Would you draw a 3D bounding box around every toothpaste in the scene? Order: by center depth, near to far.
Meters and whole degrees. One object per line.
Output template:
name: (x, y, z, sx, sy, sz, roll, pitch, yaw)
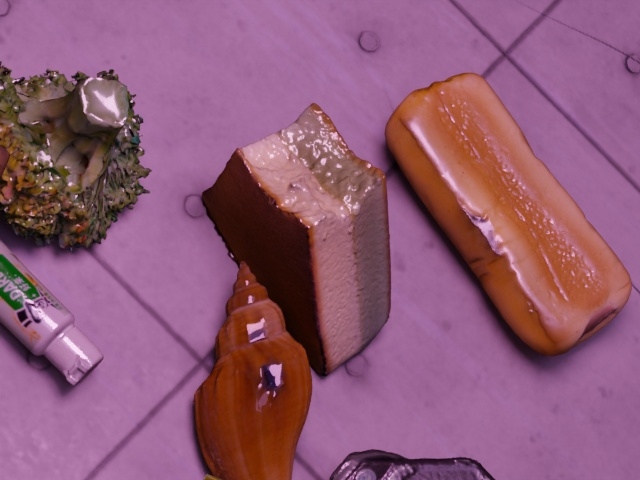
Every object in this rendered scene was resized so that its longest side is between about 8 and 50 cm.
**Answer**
toothpaste: (-0.323, 0.010, 1.756, 0.314, 0.056, 0.058, 44, 24, 2)

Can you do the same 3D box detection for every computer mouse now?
computer mouse: (0.097, 0.258, 1.818, 0.192, 0.062, 0.106, 11, 69, -10)

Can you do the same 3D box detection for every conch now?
conch: (-0.055, 0.180, 1.769, 0.109, 0.093, 0.330, -1, 73, -22)

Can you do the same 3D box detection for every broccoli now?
broccoli: (-0.234, -0.104, 1.744, 0.219, 0.194, 0.194, 28, 64, -19)

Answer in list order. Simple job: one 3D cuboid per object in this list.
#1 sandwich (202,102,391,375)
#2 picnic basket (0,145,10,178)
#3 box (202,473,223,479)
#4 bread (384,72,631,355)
sandwich: (0.000, 0.000, 1.802, 0.108, 0.186, 0.220, -31, 85, -24)
picnic basket: (-0.360, -0.036, 1.633, 0.128, 0.138, 0.178, 34, 22, 13)
box: (-0.007, 0.338, 1.647, 0.311, 0.043, 0.173, 20, 76, 27)
bread: (0.186, -0.026, 1.931, 0.142, 0.091, 0.305, -32, 85, -33)
